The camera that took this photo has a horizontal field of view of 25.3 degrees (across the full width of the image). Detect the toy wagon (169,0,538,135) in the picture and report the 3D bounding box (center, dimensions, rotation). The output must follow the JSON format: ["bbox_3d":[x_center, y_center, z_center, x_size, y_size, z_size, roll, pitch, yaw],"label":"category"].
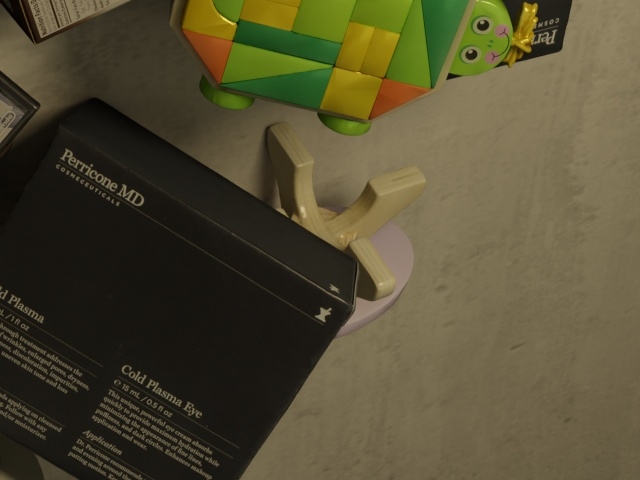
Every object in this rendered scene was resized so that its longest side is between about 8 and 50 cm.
[{"bbox_3d":[0.042,-0.219,1.318,0.344,0.068,0.267,12,126,-11],"label":"toy wagon"}]

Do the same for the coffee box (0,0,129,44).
[{"bbox_3d":[-0.195,-0.300,1.319,0.246,0.141,0.098,-28,138,-16],"label":"coffee box"}]

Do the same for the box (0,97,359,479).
[{"bbox_3d":[-0.183,0.080,1.483,0.343,0.179,0.312,33,105,-6],"label":"box"}]

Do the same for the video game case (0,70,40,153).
[{"bbox_3d":[-0.433,-0.097,1.264,0.248,0.035,0.275,41,95,-10],"label":"video game case"}]

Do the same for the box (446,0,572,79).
[{"bbox_3d":[0.108,-0.378,1.443,0.293,0.212,0.395,-18,133,-28],"label":"box"}]

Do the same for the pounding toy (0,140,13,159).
[{"bbox_3d":[-0.401,-0.020,1.396,0.110,0.183,0.237,22,101,0],"label":"pounding toy"}]

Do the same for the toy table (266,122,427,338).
[{"bbox_3d":[0.000,0.000,1.673,0.274,0.252,0.161,-30,155,-32],"label":"toy table"}]

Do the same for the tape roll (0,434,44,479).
[{"bbox_3d":[-0.440,0.264,1.511,0.246,0.246,0.169,26,104,-47],"label":"tape roll"}]
